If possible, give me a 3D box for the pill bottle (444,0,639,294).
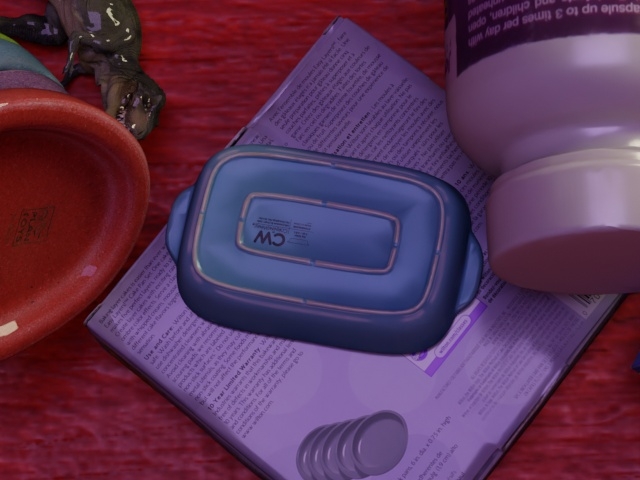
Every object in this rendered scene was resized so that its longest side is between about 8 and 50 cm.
[{"bbox_3d":[0.151,-0.129,0.942,0.169,0.169,0.301,-1,72,4],"label":"pill bottle"}]

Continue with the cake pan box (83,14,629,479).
[{"bbox_3d":[0.034,0.029,1.019,0.246,0.070,0.267,36,80,11],"label":"cake pan box"}]

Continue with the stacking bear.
[{"bbox_3d":[-0.253,-0.072,1.014,0.289,0.164,0.175,36,118,31],"label":"stacking bear"}]

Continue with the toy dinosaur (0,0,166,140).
[{"bbox_3d":[-0.177,-0.168,1.098,0.118,0.064,0.268,-12,71,-6],"label":"toy dinosaur"}]

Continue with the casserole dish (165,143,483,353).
[{"bbox_3d":[0.000,0.000,0.978,0.188,0.037,0.114,10,74,8],"label":"casserole dish"}]

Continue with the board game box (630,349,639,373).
[{"bbox_3d":[0.366,-0.020,0.972,0.233,0.078,0.347,31,78,-3],"label":"board game box"}]
